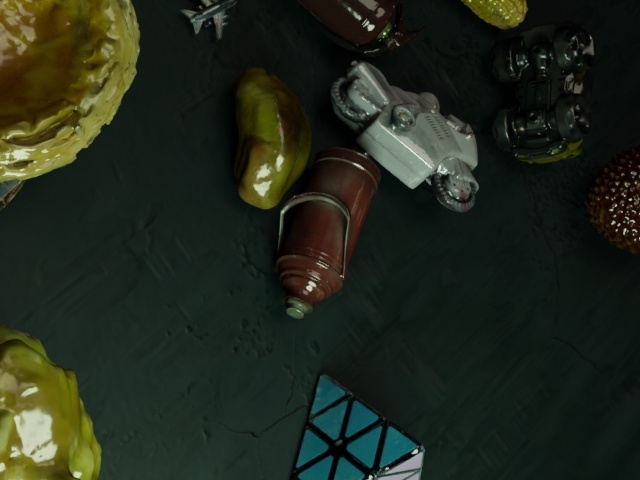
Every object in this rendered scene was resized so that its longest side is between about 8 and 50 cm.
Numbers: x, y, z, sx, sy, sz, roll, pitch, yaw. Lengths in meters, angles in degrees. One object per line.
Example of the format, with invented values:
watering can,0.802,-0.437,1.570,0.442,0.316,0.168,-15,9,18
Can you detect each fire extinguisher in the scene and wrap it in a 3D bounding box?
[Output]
fire extinguisher,0.001,-0.374,1.863,0.341,0.105,0.141,39,58,-14

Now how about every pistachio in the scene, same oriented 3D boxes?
pistachio,-0.060,-0.134,1.743,0.110,0.100,0.189,14,65,-48

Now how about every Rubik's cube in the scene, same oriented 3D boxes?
Rubik's cube,0.091,0.275,1.660,0.190,0.178,0.211,27,62,-28

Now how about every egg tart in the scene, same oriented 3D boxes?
egg tart,-0.394,-0.235,1.508,0.387,0.169,0.388,8,72,-26

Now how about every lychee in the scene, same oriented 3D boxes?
lychee,0.494,-0.060,2.042,0.188,0.188,0.188,12,68,-31

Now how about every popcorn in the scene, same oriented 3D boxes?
popcorn,-0.356,0.225,1.320,0.279,0.274,0.335,-95,173,-53

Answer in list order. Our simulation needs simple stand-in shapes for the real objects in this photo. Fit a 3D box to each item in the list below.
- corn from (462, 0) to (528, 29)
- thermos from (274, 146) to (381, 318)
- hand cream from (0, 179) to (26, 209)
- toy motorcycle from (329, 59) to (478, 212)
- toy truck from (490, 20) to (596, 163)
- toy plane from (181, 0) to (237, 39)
corn,0.203,-0.428,2.032,0.291,0.101,0.101,43,55,-20
thermos,0.003,0.001,1.746,0.124,0.098,0.232,65,38,-53
hand cream,-0.374,-0.070,1.550,0.062,0.039,0.163,49,60,-12
toy motorcycle,0.127,-0.154,1.885,0.260,0.110,0.171,40,39,-8
toy truck,0.356,-0.215,2.041,0.165,0.147,0.224,28,61,-50
toy plane,-0.144,-0.305,1.788,0.083,0.031,0.079,-33,94,-37
